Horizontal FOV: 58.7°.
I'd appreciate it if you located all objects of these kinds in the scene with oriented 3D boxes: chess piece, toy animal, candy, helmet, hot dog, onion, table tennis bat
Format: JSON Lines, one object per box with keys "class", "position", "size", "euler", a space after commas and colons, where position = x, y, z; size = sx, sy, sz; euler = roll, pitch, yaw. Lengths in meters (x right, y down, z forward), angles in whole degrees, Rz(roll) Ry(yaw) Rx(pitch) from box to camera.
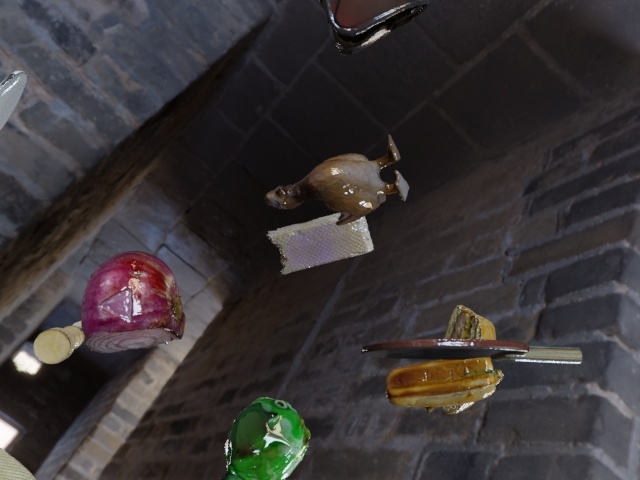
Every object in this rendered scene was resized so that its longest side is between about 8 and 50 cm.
{"class": "chess piece", "position": [-0.487, 0.192, 1.077], "size": [0.066, 0.066, 0.122], "euler": [36, 175, -4]}
{"class": "toy animal", "position": [0.029, -0.065, 0.769], "size": [0.179, 0.089, 0.188], "euler": [-16, 167, 16]}
{"class": "candy", "position": [-0.145, 0.303, 0.623], "size": [0.097, 0.323, 0.097], "euler": [44, 163, 18]}
{"class": "helmet", "position": [0.049, -0.361, 0.777], "size": [0.216, 0.189, 0.193], "euler": [16, 101, 0]}
{"class": "hot dog", "position": [0.258, 0.304, 1.193], "size": [0.250, 0.104, 0.076], "euler": [-13, 127, 18]}
{"class": "onion", "position": [-0.452, 0.139, 1.360], "size": [0.272, 0.230, 0.256], "euler": [7, 154, -22]}
{"class": "table tennis bat", "position": [0.177, 0.125, 0.635], "size": [0.274, 0.021, 0.154], "euler": [7, 163, -21]}

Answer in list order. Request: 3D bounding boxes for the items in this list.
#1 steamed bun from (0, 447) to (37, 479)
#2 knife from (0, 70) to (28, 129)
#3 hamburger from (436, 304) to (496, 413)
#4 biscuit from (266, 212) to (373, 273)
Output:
{"class": "steamed bun", "position": [-0.711, 0.566, 1.206], "size": [0.239, 0.152, 0.170], "euler": [33, -177, 17]}
{"class": "knife", "position": [-0.485, -0.088, 0.716], "size": [0.043, 0.336, 0.081], "euler": [49, 177, 8]}
{"class": "hamburger", "position": [0.370, 0.306, 1.422], "size": [0.131, 0.262, 0.124], "euler": [12, -170, -28]}
{"class": "biscuit", "position": [0.000, 0.000, 1.351], "size": [0.239, 0.062, 0.108], "euler": [-15, 106, 11]}
